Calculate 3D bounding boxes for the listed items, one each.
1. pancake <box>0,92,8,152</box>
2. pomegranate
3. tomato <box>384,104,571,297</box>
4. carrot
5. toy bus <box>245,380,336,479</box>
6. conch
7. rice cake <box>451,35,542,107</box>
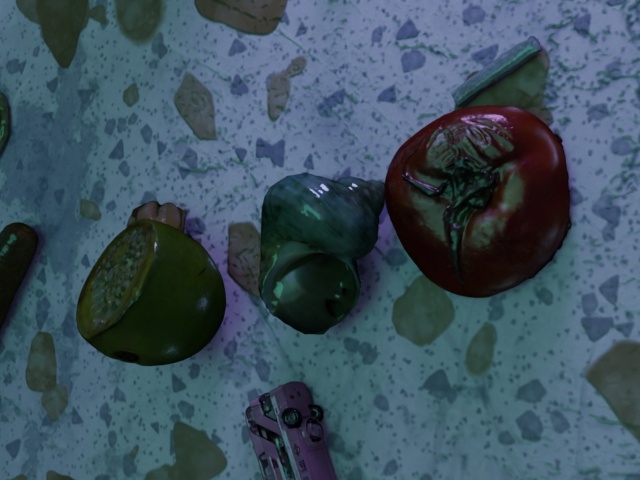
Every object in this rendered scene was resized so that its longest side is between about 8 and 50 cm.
[{"bbox_3d":[-0.543,-0.191,1.805,0.130,0.023,0.116,6,90,29],"label":"pancake"},{"bbox_3d":[-0.217,0.068,1.498,0.190,0.159,0.241,-54,33,9],"label":"pomegranate"},{"bbox_3d":[0.166,-0.053,1.276,0.228,0.101,0.227,-3,84,30],"label":"tomato"},{"bbox_3d":[-0.521,0.125,1.741,0.070,0.070,0.342,35,107,31],"label":"carrot"},{"bbox_3d":[-0.028,0.281,1.400,0.090,0.063,0.203,-26,73,30],"label":"toy bus"},{"bbox_3d":[-0.001,0.001,1.366,0.176,0.122,0.188,49,123,9],"label":"conch"},{"bbox_3d":[0.203,-0.195,1.307,0.121,0.022,0.022,-35,73,29],"label":"rice cake"}]
